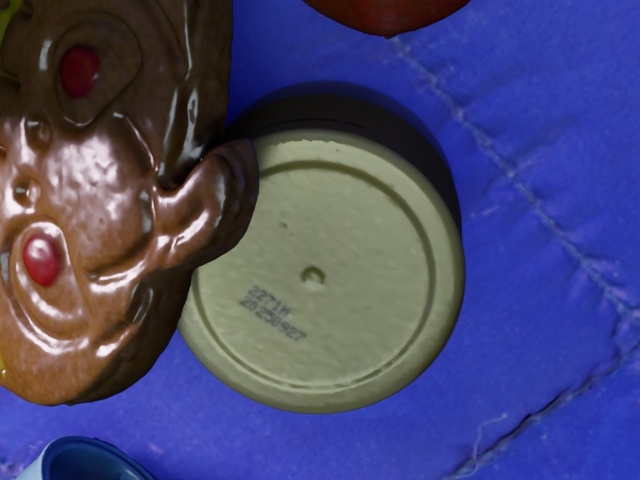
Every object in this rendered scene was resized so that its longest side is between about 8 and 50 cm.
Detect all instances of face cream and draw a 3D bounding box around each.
[{"bbox_3d":[0.000,0.000,0.995,0.218,0.179,0.218,1,108,3],"label":"face cream"}]

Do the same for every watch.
[{"bbox_3d":[-0.185,0.264,1.106,0.193,0.211,0.211,46,105,4],"label":"watch"}]

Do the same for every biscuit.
[{"bbox_3d":[-0.177,-0.068,0.931,0.070,0.350,0.394,-1,104,-43],"label":"biscuit"}]

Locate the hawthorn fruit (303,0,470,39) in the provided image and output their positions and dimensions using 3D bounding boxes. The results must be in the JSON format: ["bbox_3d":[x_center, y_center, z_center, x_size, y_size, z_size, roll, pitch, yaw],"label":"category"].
[{"bbox_3d":[0.046,-0.230,0.932,0.197,0.196,0.225,-5,138,5],"label":"hawthorn fruit"}]
